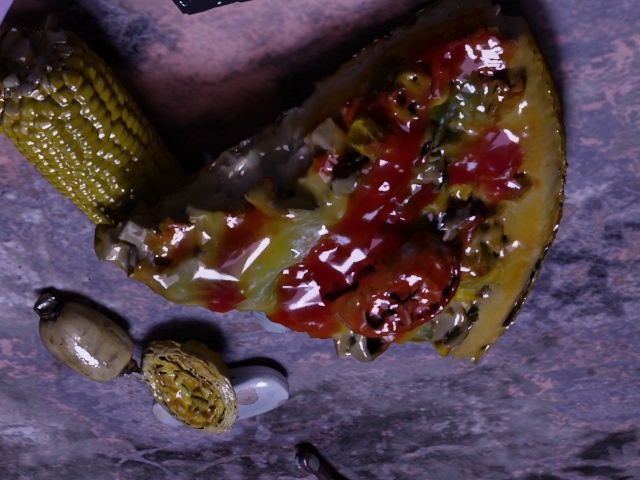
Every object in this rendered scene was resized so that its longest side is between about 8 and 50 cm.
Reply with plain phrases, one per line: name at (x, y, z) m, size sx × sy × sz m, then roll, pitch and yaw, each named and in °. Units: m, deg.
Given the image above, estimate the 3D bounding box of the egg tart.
egg tart at (-0.136, 0.151, 1.543) m, size 0.129 × 0.049 × 0.129 m, roll 21°, pitch 134°, yaw 24°

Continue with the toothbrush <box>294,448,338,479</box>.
toothbrush at (0.060, 0.357, 1.836) m, size 0.041 × 0.041 × 0.364 m, roll -15°, pitch 140°, yaw 23°

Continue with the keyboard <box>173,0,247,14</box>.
keyboard at (-0.129, -0.253, 1.052) m, size 0.072 × 0.023 × 0.231 m, roll -10°, pitch 142°, yaw 27°

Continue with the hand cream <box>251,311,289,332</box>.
hand cream at (0.000, 0.000, 1.361) m, size 0.079 × 0.048 × 0.255 m, roll 12°, pitch 137°, yaw -20°

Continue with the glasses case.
glasses case at (-0.112, 0.176, 1.604) m, size 0.164 × 0.041 × 0.063 m, roll -15°, pitch 140°, yaw 23°

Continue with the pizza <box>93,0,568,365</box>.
pizza at (0.016, 0.005, 1.235) m, size 0.406 × 0.130 × 0.440 m, roll -13°, pitch 139°, yaw -8°

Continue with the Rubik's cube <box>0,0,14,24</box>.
Rubik's cube at (-0.313, -0.181, 1.040) m, size 0.190 × 0.211 × 0.178 m, roll -35°, pitch 173°, yaw -2°

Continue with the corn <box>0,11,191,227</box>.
corn at (-0.182, -0.064, 1.237) m, size 0.106 × 0.106 × 0.305 m, roll -12°, pitch 141°, yaw 19°

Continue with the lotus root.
lotus root at (-0.242, 0.111, 1.508) m, size 0.072 × 0.063 × 0.152 m, roll -36°, pitch 122°, yaw 26°
